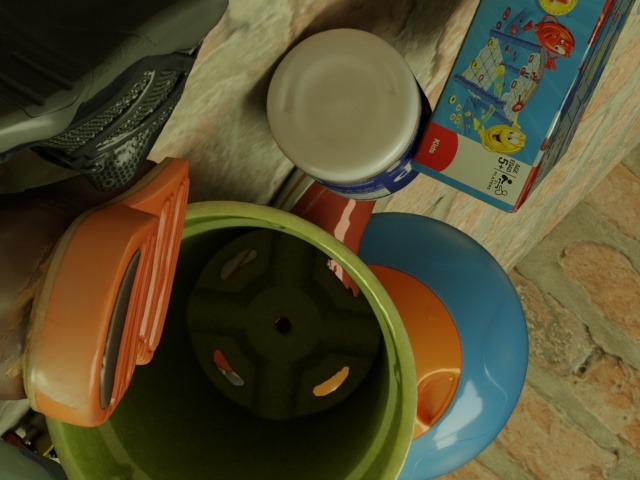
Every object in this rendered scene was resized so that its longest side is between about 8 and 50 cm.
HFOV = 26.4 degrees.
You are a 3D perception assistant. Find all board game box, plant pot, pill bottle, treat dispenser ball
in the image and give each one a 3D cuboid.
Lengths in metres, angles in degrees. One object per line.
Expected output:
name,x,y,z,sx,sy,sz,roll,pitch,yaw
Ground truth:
board game box,0.199,-0.198,1.079,0.302,0.086,0.308,-68,169,19
plant pot,-0.050,0.090,1.099,0.276,0.276,0.254,-49,180,12
pill bottle,0.031,-0.089,1.059,0.112,0.112,0.187,-48,169,4
treat dispenser ball,0.075,0.113,1.447,0.288,0.288,0.288,-44,168,-12

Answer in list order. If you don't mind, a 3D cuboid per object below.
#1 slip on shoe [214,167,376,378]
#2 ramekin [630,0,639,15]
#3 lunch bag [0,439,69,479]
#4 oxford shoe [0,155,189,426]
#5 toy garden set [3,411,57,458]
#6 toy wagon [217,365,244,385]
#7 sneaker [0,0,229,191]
slip on shoe,0.000,0.000,1.275,0.331,0.101,0.123,-52,165,16
ramekin,0.325,-0.318,1.340,0.207,0.109,0.207,-44,167,-13
lunch bag,-0.300,0.269,0.980,0.279,0.108,0.224,-49,148,0
oxford shoe,-0.153,0.007,0.782,0.363,0.133,0.130,-86,-173,-86
toy garden set,-0.267,0.228,1.211,0.204,0.049,0.244,-45,168,-8
toy wagon,-0.142,0.232,1.541,0.267,0.068,0.344,-41,154,-26
sneaker,-0.134,-0.061,0.641,0.227,0.087,0.130,-42,162,-47
